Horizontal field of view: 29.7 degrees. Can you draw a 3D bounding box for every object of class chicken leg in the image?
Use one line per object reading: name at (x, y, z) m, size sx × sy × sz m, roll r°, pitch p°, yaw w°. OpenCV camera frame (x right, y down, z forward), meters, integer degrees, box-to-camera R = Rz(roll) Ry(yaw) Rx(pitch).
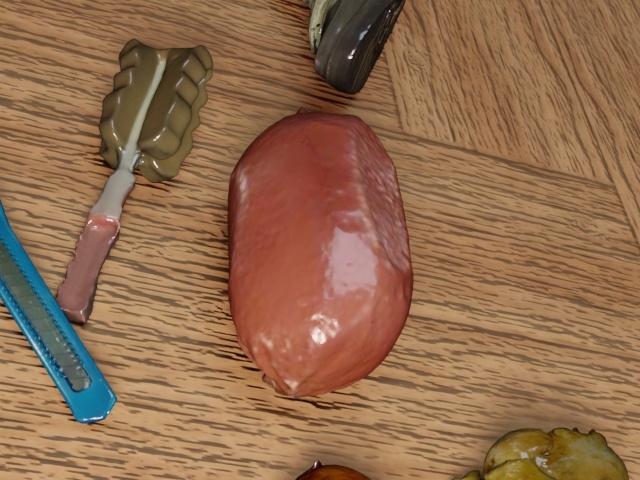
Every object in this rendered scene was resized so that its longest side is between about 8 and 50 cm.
chicken leg at (0.137, 0.198, 0.848) m, size 0.228 × 0.088 × 0.103 m, roll -29°, pitch 75°, yaw -39°

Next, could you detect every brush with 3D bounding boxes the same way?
brush at (-0.155, -0.052, 0.965) m, size 0.084 × 0.071 × 0.301 m, roll 10°, pitch 49°, yaw 2°

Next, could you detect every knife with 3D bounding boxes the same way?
knife at (-0.225, 0.011, 0.866) m, size 0.044 × 0.026 × 0.296 m, roll -30°, pitch 63°, yaw -18°

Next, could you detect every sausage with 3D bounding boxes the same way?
sausage at (0.000, 0.000, 0.930) m, size 0.148 × 0.148 × 0.254 m, roll 8°, pitch 45°, yaw -23°

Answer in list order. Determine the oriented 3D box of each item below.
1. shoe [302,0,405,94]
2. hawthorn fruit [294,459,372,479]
shoe at (0.010, -0.253, 1.240) m, size 0.149 × 0.109 × 0.293 m, roll 27°, pitch 35°, yaw 2°
hawthorn fruit at (0.009, 0.184, 0.784) m, size 0.081 × 0.081 × 0.093 m, roll -12°, pitch 53°, yaw -39°
